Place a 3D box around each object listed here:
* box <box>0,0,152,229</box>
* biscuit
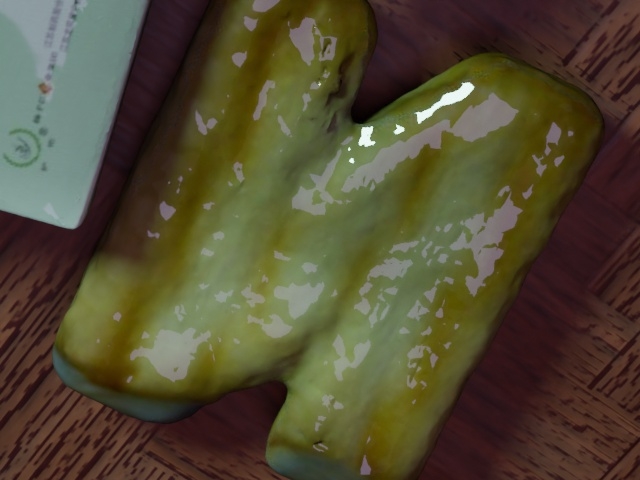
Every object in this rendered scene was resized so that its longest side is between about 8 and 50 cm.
[{"bbox_3d":[-0.235,-0.148,0.854,0.299,0.106,0.200,15,111,-10],"label":"box"},{"bbox_3d":[0.000,0.000,0.956,0.236,0.062,0.291,21,112,-11],"label":"biscuit"}]
